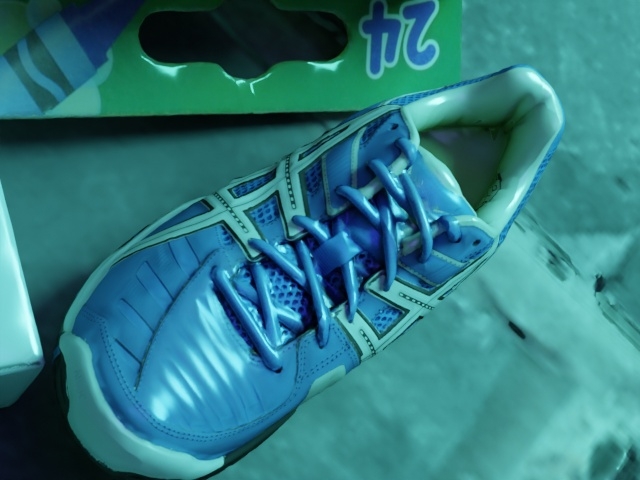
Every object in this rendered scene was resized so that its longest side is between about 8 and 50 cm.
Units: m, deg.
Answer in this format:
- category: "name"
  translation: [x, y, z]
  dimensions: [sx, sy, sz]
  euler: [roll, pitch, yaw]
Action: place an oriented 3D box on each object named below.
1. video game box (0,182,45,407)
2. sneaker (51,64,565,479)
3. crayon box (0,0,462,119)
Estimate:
- category: "video game box"
  translation: [-0.199, -0.029, 0.467]
  dimensions: [0.205, 0.048, 0.187]
  euler: [-9, 70, -29]
- category: "sneaker"
  translation: [0.000, 0.000, 0.517]
  dimensions: [0.080, 0.081, 0.211]
  euler: [50, 50, 1]
- category: "crayon box"
  translation: [-0.002, -0.199, 0.517]
  dimensions: [0.203, 0.083, 0.323]
  euler: [-5, 99, -36]
